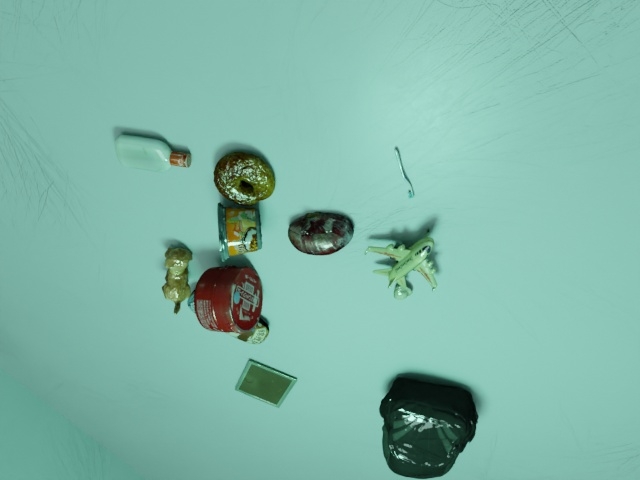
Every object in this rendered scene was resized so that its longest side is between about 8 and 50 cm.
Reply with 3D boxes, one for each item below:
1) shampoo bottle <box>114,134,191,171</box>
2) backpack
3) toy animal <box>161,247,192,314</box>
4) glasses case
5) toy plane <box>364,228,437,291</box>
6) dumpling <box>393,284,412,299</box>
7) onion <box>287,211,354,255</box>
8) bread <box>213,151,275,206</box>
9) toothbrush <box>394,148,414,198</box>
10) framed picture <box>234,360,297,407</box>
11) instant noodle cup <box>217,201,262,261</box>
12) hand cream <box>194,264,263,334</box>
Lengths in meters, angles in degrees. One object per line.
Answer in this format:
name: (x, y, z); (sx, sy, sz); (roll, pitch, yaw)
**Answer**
shampoo bottle: (-0.485, -0.247, 1.624); (0.221, 0.051, 0.108); (10, 131, 10)
backpack: (0.387, 0.722, 2.106); (0.363, 0.255, 0.446); (12, 120, 6)
toy animal: (-0.481, 0.127, 1.891); (0.104, 0.184, 0.185); (6, 131, -22)
glasses case: (-0.335, 0.279, 2.042); (0.321, 0.082, 0.122); (32, 131, -12)
toy plane: (0.259, 0.059, 1.630); (0.242, 0.104, 0.256); (29, 134, -6)
dumpling: (0.262, 0.166, 1.772); (0.059, 0.043, 0.077); (5, 127, -8)
onion: (0.000, 0.000, 1.664); (0.206, 0.098, 0.151); (-12, 125, 27)
bread: (-0.221, -0.173, 1.602); (0.193, 0.064, 0.193); (8, 136, 8)
toothbrush: (0.224, -0.177, 1.486); (0.017, 0.014, 0.162); (-18, 125, 8)
framed picture: (-0.235, 0.609, 2.362); (0.216, 0.016, 0.273); (24, 135, -5)
instant noodle cup: (-0.239, -0.028, 1.675); (0.125, 0.208, 0.178); (-3, 130, -7)
hand cream: (-0.304, 0.197, 1.858); (0.149, 0.230, 0.230); (-4, 130, 22)
